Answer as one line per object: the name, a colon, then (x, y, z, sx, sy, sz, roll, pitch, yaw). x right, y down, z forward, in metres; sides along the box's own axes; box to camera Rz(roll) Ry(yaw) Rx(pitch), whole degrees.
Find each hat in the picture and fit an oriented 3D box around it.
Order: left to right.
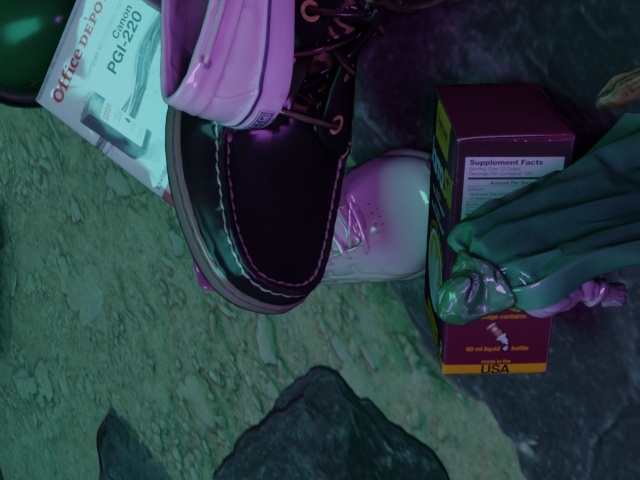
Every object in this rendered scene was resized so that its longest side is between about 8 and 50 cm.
hat: (-0.286, -0.224, 1.201, 0.173, 0.208, 0.183, 56, 171, -25)

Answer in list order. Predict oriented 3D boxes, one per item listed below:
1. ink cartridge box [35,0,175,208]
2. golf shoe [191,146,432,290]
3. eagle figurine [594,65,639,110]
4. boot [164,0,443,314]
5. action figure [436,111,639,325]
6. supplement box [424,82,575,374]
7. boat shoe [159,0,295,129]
ink cartridge box: (-0.141, -0.142, 1.052, 0.218, 0.092, 0.158, 37, 115, 17)
golf shoe: (0.000, 0.000, 0.975, 0.306, 0.140, 0.115, -18, 91, 55)
eagle figurine: (0.206, -0.231, 0.523, 0.226, 0.225, 0.298, -5, 84, 29)
boot: (0.017, -0.152, 0.803, 0.284, 0.138, 0.377, -21, 59, 53)
action figure: (0.156, -0.002, 0.670, 0.137, 0.232, 0.063, 43, 138, 35)
supplement box: (0.124, -0.008, 0.810, 0.104, 0.080, 0.188, -97, 6, -62)
boat shoe: (-0.068, -0.204, 0.742, 0.095, 0.084, 0.258, -21, 68, 48)
